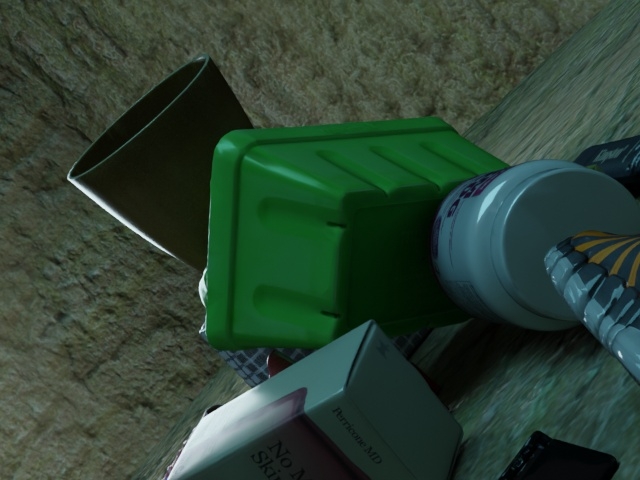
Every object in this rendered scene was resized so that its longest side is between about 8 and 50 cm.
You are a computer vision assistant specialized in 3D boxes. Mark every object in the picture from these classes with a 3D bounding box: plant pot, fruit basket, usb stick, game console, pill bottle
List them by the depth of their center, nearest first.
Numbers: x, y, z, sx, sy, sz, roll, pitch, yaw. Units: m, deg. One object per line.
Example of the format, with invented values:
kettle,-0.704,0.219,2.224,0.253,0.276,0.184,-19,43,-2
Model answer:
game console,0.150,0.206,1.019,0.122,0.071,0.107,-47,-26,-23
pill bottle,0.205,0.005,1.358,0.160,0.160,0.283,-47,4,-5
usb stick,0.345,-0.087,1.626,0.077,0.045,0.278,-42,4,-5
fruit basket,0.000,0.000,1.635,0.392,0.392,0.283,-64,-22,-77
plant pot,-0.154,-0.066,1.822,0.237,0.254,0.237,-37,16,12

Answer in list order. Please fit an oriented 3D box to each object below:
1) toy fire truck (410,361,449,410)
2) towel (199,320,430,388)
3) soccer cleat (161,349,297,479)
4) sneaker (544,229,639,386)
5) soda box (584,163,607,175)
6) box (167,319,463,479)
toy fire truck,0.074,0.207,1.513,0.192,0.047,0.135,-49,5,-24
towel,0.013,0.098,1.887,0.283,0.235,0.121,-49,8,-21
soccer cleat,-0.118,0.252,1.571,0.318,0.116,0.108,-41,1,14
sneaker,0.271,0.025,0.959,0.180,0.124,0.321,-42,15,5
soda box,0.289,-0.040,1.627,0.058,0.061,0.181,-46,4,-8
box,-0.006,0.207,1.335,0.232,0.148,0.127,-33,14,29
